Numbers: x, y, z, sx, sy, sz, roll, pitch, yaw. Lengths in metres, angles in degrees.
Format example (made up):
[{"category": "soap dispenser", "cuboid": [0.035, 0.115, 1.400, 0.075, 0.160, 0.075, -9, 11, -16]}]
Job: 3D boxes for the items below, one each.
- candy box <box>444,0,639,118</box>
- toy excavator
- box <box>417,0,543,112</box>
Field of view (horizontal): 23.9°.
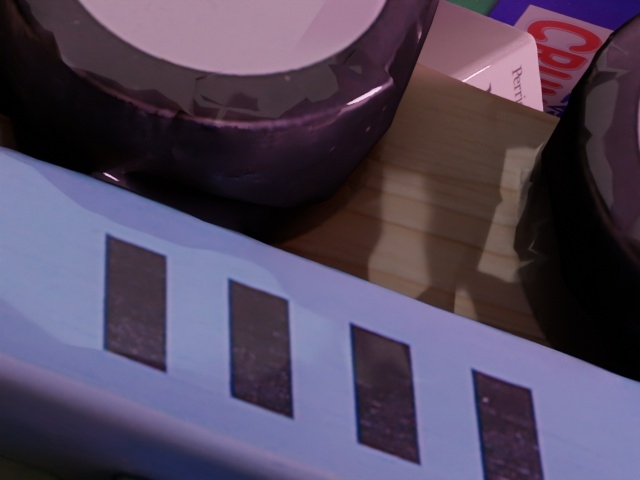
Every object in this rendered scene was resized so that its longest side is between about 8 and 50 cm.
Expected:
[{"category": "candy box", "cuboid": [0.046, -0.159, 0.778, 0.317, 0.122, 0.268, 17, -16, -11]}, {"category": "toy excavator", "cuboid": [-0.093, 0.119, 0.341, 0.433, 0.222, 0.445, 20, 57, -2]}, {"category": "box", "cuboid": [-0.029, 0.001, 0.639, 0.275, 0.113, 0.094, -33, 40, -27]}]
